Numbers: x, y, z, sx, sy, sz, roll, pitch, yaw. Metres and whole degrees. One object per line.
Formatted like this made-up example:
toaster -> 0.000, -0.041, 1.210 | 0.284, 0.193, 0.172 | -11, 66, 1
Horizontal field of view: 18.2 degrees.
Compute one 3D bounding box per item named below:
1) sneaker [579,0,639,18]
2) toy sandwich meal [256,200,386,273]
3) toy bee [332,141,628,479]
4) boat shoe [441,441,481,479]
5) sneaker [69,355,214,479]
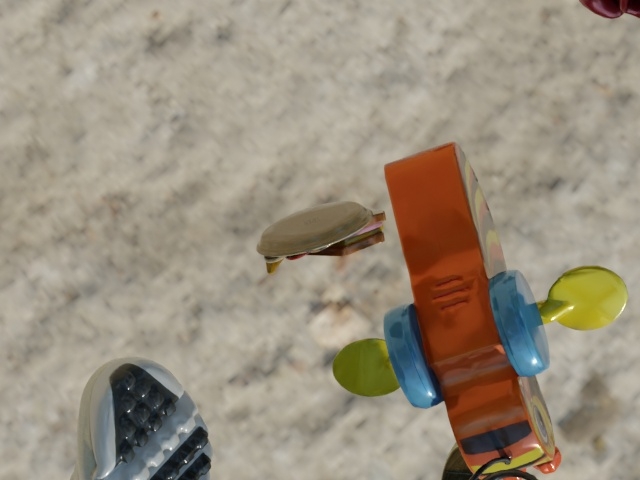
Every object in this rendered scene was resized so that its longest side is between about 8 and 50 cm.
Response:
sneaker -> 0.133, -0.152, 0.773 | 0.221, 0.087, 0.128 | -35, 134, -59
toy sandwich meal -> 0.000, 0.000, 1.266 | 0.085, 0.085, 0.029 | -23, 107, -16
toy bee -> 0.102, 0.094, 1.339 | 0.162, 0.195, 0.298 | 52, 45, -55
boat shoe -> 0.125, 0.196, 1.645 | 0.050, 0.045, 0.135 | 1, 139, 5
sneaker -> -0.138, 0.193, 1.352 | 0.110, 0.118, 0.292 | -40, 141, -39
